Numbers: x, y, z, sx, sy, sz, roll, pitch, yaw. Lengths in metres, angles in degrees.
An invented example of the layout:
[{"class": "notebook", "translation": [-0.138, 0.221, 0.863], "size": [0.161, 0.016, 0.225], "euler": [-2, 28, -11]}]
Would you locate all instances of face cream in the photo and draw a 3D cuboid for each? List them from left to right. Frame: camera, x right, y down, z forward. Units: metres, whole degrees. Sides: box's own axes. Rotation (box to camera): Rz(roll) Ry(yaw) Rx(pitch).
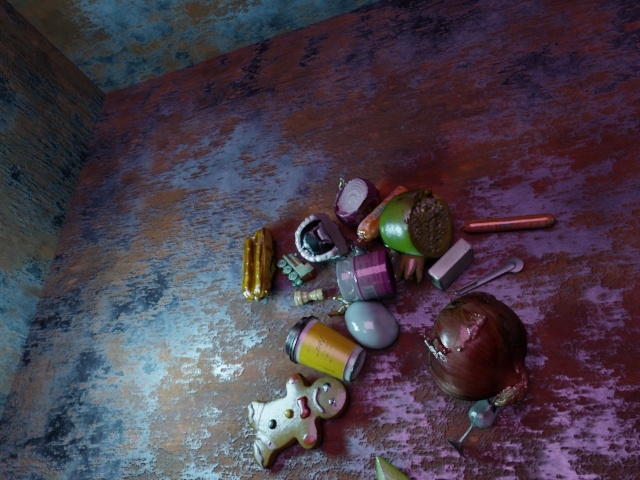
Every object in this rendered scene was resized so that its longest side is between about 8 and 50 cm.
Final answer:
[{"class": "face cream", "translation": [0.176, 0.137, 1.736], "size": [0.195, 0.175, 0.175], "euler": [-13, 59, 14]}]

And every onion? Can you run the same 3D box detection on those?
[{"class": "onion", "translation": [0.165, -0.155, 1.950], "size": [0.201, 0.200, 0.207], "euler": [4, 70, 26]}, {"class": "onion", "translation": [0.483, 0.335, 1.438], "size": [0.354, 0.353, 0.353], "euler": [-11, 60, 19]}]

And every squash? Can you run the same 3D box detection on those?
[{"class": "squash", "translation": [0.238, 0.850, 1.407], "size": [0.289, 0.111, 0.203], "euler": [27, 43, 29]}]

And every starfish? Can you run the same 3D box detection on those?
[{"class": "starfish", "translation": [0.128, 0.251, 1.821], "size": [0.238, 0.057, 0.213], "euler": [1, 71, 25]}]

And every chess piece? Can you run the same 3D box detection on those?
[{"class": "chess piece", "translation": [-0.044, 0.231, 1.907], "size": [0.122, 0.066, 0.066], "euler": [-13, 59, 12]}]

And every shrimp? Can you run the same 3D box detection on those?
[{"class": "shrimp", "translation": [0.234, 0.052, 1.874], "size": [0.178, 0.075, 0.289], "euler": [-39, 55, -7]}]

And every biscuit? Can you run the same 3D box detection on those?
[{"class": "biscuit", "translation": [-0.092, 0.632, 1.679], "size": [0.432, 0.064, 0.283], "euler": [-30, 54, 15]}]

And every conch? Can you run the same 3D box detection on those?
[{"class": "conch", "translation": [0.191, 0.305, 1.719], "size": [0.221, 0.121, 0.185], "euler": [26, 51, 22]}]

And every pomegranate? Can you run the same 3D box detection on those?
[{"class": "pomegranate", "translation": [0.342, -0.020, 1.748], "size": [0.216, 0.310, 0.358], "euler": [11, 86, 47]}]

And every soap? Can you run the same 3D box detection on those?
[{"class": "soap", "translation": [0.492, 0.092, 1.704], "size": [0.183, 0.121, 0.064], "euler": [-44, 56, -4]}]

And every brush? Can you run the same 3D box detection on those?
[{"class": "brush", "translation": [0.621, 0.138, 1.685], "size": [0.266, 0.027, 0.062], "euler": [-28, 55, 12]}]

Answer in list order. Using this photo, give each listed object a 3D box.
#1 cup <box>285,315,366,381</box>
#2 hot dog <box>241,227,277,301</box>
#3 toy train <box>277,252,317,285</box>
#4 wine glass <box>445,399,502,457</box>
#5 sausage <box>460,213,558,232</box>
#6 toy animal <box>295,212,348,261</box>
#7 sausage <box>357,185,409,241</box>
[{"class": "cup", "translation": [0.020, 0.409, 1.713], "size": [0.280, 0.196, 0.196], "euler": [20, 73, 23]}, {"class": "hot dog", "translation": [-0.269, 0.110, 2.038], "size": [0.158, 0.117, 0.348], "euler": [-28, 51, 32]}, {"class": "toy train", "translation": [-0.109, 0.121, 1.993], "size": [0.118, 0.074, 0.176], "euler": [-37, 50, -10]}, {"class": "wine glass", "translation": [0.493, 0.591, 1.459], "size": [0.195, 0.079, 0.079], "euler": [-48, 55, -5]}, {"class": "sausage", "translation": [0.710, -0.064, 1.732], "size": [0.348, 0.053, 0.053], "euler": [-4, 62, 22]}, {"class": "toy animal", "translation": [0.000, 0.000, 1.935], "size": [0.156, 0.204, 0.208], "euler": [-34, 79, 23]}, {"class": "sausage", "translation": [0.254, -0.099, 1.881], "size": [0.093, 0.093, 0.312], "euler": [31, 62, 34]}]
